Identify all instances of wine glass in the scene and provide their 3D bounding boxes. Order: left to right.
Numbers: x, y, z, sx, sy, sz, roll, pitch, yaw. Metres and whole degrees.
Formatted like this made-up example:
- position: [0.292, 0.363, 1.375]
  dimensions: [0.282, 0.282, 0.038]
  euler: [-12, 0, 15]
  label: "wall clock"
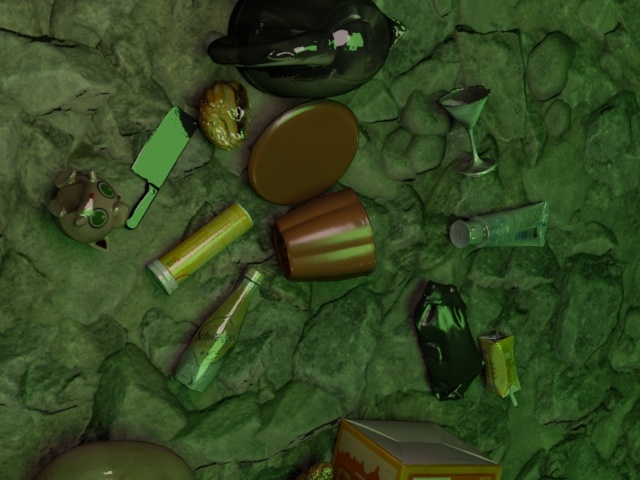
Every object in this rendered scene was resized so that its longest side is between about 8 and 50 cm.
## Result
- position: [0.332, -0.237, 1.954]
  dimensions: [0.122, 0.122, 0.182]
  euler: [-27, 116, -22]
  label: "wine glass"

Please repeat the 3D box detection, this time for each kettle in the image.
- position: [-0.038, -0.355, 1.584]
  dimensions: [0.321, 0.324, 0.228]
  euler: [-13, 108, -27]
  label: "kettle"

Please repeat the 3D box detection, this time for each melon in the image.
- position: [-0.377, 0.484, 1.653]
  dimensions: [0.317, 0.223, 0.223]
  euler: [7, 98, -34]
  label: "melon"

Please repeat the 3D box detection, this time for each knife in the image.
- position: [-0.315, -0.136, 1.662]
  dimensions: [0.072, 0.019, 0.245]
  euler: [32, 82, -28]
  label: "knife"

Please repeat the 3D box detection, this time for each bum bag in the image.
- position: [0.297, 0.230, 2.071]
  dimensions: [0.142, 0.080, 0.326]
  euler: [-24, 116, -15]
  label: "bum bag"

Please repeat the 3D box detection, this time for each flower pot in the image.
- position: [0.000, 0.000, 1.793]
  dimensions: [0.173, 0.190, 0.190]
  euler: [-13, 108, -13]
  label: "flower pot"

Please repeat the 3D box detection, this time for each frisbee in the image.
- position: [-0.029, -0.169, 1.752]
  dimensions: [0.251, 0.021, 0.250]
  euler: [-22, 140, -20]
  label: "frisbee"

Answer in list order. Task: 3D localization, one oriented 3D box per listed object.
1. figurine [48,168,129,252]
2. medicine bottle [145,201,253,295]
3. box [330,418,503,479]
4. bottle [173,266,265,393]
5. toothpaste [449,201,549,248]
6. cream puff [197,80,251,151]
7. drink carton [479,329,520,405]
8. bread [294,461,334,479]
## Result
- position: [-0.408, -0.057, 1.563]
  dimensions: [0.138, 0.125, 0.125]
  euler: [36, 83, -44]
  label: "figurine"
- position: [-0.231, 0.013, 1.713]
  dimensions: [0.218, 0.074, 0.074]
  euler: [-39, 118, -18]
  label: "medicine bottle"
- position: [0.201, 0.544, 1.981]
  dimensions: [0.284, 0.260, 0.213]
  euler: [10, 96, -31]
  label: "box"
- position: [-0.196, 0.172, 1.764]
  dimensions: [0.083, 0.083, 0.269]
  euler: [34, 82, -32]
  label: "bottle"
- position: [0.434, -0.028, 2.096]
  dimensions: [0.299, 0.073, 0.113]
  euler: [-6, 104, -36]
  label: "toothpaste"
- position: [-0.178, -0.232, 1.660]
  dimensions: [0.104, 0.119, 0.133]
  euler: [1, 90, -9]
  label: "cream puff"
- position: [0.442, 0.325, 2.171]
  dimensions: [0.075, 0.084, 0.199]
  euler: [-18, 106, -29]
  label: "drink carton"
- position: [-0.039, 0.584, 1.959]
  dimensions: [0.105, 0.076, 0.233]
  euler: [29, 93, -20]
  label: "bread"
